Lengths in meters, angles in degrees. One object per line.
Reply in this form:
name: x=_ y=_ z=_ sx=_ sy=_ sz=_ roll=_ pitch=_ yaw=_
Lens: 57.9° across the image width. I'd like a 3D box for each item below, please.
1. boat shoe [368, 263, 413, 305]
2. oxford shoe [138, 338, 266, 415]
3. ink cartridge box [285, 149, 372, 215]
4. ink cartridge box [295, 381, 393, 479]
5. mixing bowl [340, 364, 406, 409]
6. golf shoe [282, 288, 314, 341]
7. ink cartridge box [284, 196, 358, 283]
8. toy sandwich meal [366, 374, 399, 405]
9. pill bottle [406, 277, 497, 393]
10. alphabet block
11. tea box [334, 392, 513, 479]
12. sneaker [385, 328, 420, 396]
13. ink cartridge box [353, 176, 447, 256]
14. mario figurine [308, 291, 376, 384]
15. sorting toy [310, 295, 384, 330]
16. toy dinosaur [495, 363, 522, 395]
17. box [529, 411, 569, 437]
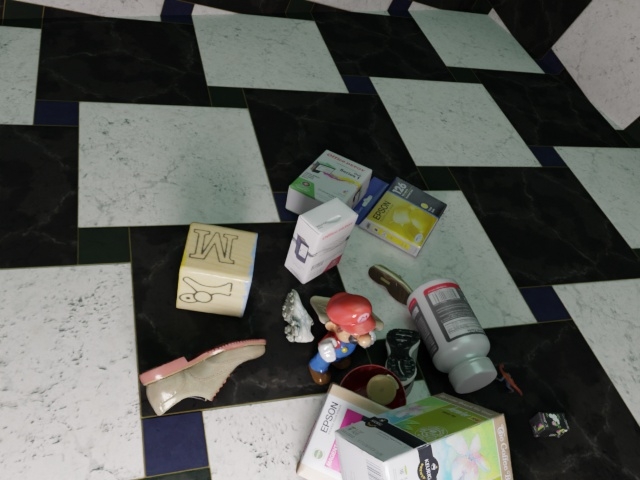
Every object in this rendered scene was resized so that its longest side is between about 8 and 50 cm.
boat shoe: x=0.249 y=0.137 z=1.899 sx=0.190 sy=0.068 sz=0.072 roll=42 pitch=38 yaw=21
oxford shoe: x=-0.290 y=0.349 z=1.514 sx=0.348 sy=0.123 sz=0.130 roll=-15 pitch=81 yaw=-30
ink cartridge box: x=0.034 y=-0.185 z=2.082 sx=0.201 sy=0.117 sz=0.278 roll=26 pitch=46 yaw=14
ink cartridge box: x=0.071 y=0.495 z=1.415 sx=0.193 sy=0.088 sz=0.234 roll=22 pitch=79 yaw=3
mixing bowl: x=0.130 y=0.432 z=1.542 sx=0.181 sy=0.098 sz=0.181 roll=2 pitch=65 yaw=-4
golf shoe: x=-0.063 y=0.229 z=1.723 sx=0.086 sy=0.069 sz=0.176 roll=19 pitch=45 yaw=-29
ink cartridge box: x=0.000 y=0.000 z=1.821 sx=0.172 sy=0.237 sz=0.100 roll=-29 pitch=62 yaw=-37
toy sandwich meal: x=0.159 y=0.385 z=1.498 sx=0.086 sy=0.029 sz=0.085 roll=1 pitch=77 yaw=-3
pill bottle: x=0.395 y=0.283 z=1.727 sx=0.176 sy=0.176 sz=0.318 roll=-4 pitch=50 yaw=-21
alphabet block: x=-0.301 y=0.086 z=1.680 sx=0.197 sy=0.192 sz=0.193 roll=11 pitch=44 yaw=-10
tea box: x=0.240 y=0.559 z=1.286 sx=0.323 sy=0.220 sz=0.329 roll=-12 pitch=95 yaw=-27
sneaker: x=0.233 y=0.349 z=1.682 sx=0.100 sy=0.108 sz=0.271 roll=5 pitch=28 yaw=11
ink cartridge box: x=0.280 y=-0.113 z=2.138 sx=0.307 sy=0.072 sz=0.303 roll=31 pitch=46 yaw=9
mario figurine: x=0.072 y=0.276 z=1.528 sx=0.170 sy=0.320 sz=0.198 roll=16 pitch=46 yaw=-2
sorting toy: x=0.074 y=0.222 z=1.725 sx=0.193 sy=0.038 sz=0.208 roll=9 pitch=10 yaw=-10
toy dinosaur: x=0.567 y=0.412 z=1.738 sx=0.047 sy=0.090 sz=0.082 roll=-35 pitch=109 yaw=-28
box: x=0.656 y=0.530 z=1.661 sx=0.083 sy=0.062 sz=0.052 roll=6 pitch=48 yaw=-13
